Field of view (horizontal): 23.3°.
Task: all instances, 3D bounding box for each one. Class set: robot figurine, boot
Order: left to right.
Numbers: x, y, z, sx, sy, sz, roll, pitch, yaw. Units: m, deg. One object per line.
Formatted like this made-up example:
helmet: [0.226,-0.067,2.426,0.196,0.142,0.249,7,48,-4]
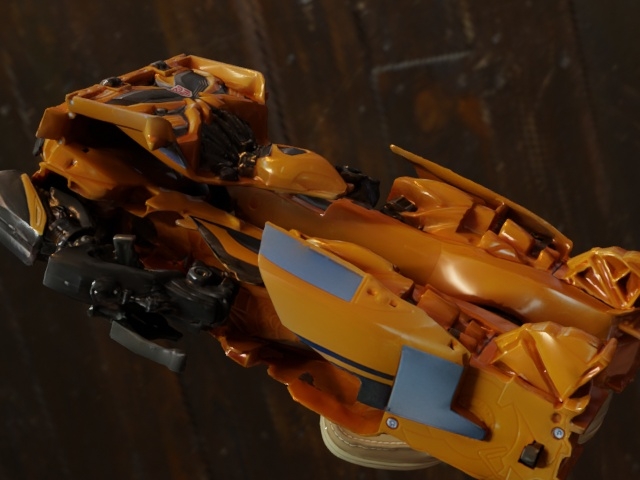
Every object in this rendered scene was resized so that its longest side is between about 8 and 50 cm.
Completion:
robot figurine: [0.000,0.000,0.687,0.291,0.211,0.085,26,115,15]
boot: [0.136,0.123,1.325,0.261,0.095,0.203,-1,156,-6]
